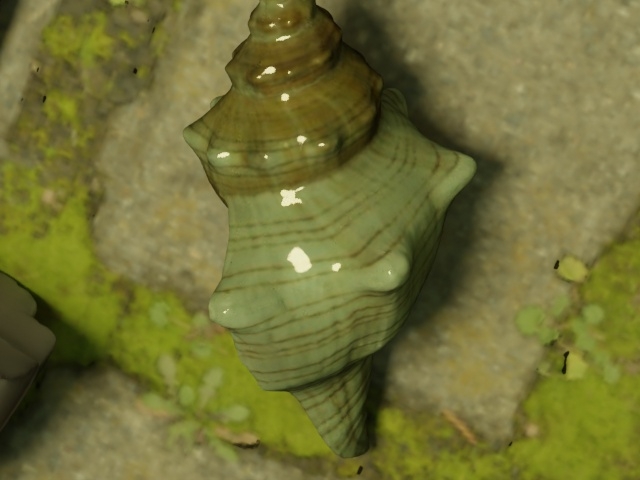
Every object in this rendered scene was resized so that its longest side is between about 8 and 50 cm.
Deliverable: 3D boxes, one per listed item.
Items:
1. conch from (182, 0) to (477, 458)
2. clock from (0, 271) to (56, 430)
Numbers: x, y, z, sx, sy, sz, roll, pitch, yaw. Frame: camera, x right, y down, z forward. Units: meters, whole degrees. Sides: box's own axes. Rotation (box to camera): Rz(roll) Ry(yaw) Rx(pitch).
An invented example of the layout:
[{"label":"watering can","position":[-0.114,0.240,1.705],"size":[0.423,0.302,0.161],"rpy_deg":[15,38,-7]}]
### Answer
[{"label":"conch","position":[0.006,-0.005,0.868],"size":[0.114,0.137,0.233],"rpy_deg":[-8,98,29]},{"label":"clock","position":[-0.259,0.106,0.929],"size":[0.189,0.189,0.254],"rpy_deg":[31,108,1]}]
